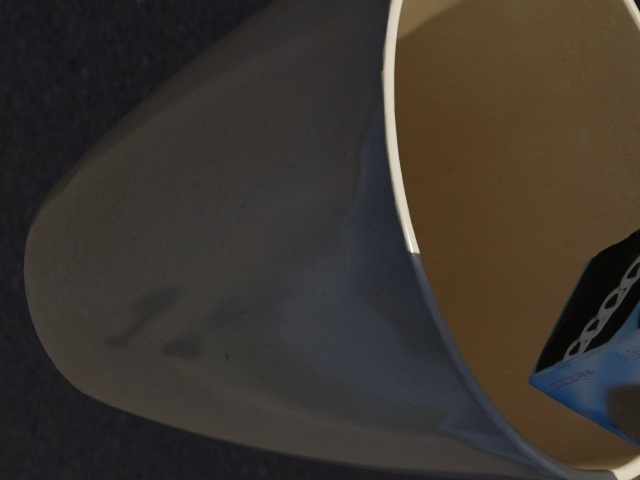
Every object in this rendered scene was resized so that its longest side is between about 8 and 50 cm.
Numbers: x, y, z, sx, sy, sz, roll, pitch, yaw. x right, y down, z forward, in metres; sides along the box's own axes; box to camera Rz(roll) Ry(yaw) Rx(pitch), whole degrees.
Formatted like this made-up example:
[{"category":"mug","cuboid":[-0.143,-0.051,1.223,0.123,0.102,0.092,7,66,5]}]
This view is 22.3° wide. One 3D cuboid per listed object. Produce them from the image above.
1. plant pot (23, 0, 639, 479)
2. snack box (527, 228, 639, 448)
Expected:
[{"category":"plant pot","cuboid":[0.000,0.000,0.762,0.274,0.256,0.256,-14,133,38]},{"category":"snack box","cuboid":[0.201,0.040,0.460,0.187,0.322,0.060,30,72,-4]}]
